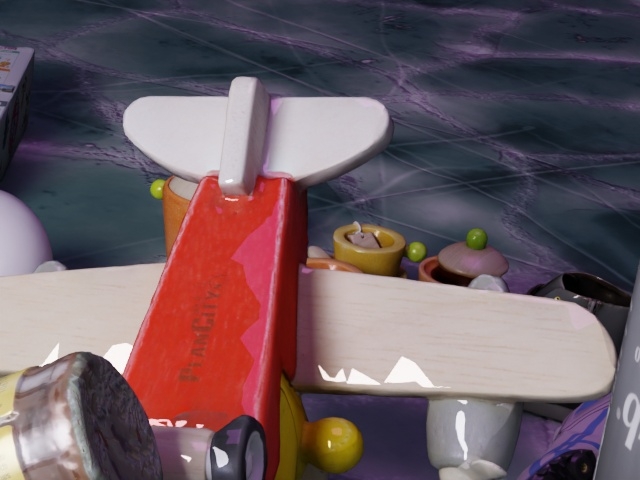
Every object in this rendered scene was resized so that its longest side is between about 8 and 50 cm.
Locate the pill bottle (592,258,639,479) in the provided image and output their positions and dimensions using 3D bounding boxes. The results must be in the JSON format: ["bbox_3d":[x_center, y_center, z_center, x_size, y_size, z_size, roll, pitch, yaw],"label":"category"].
[{"bbox_3d":[0.281,0.122,1.088,0.210,0.363,0.210,6,22,-3],"label":"pill bottle"}]

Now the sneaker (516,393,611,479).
[{"bbox_3d":[0.199,0.171,1.330,0.086,0.085,0.237,-8,12,41],"label":"sneaker"}]

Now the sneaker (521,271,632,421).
[{"bbox_3d":[0.153,0.072,1.481,0.222,0.118,0.083,11,23,10],"label":"sneaker"}]

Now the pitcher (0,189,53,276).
[{"bbox_3d":[-0.307,0.050,1.419,0.178,0.125,0.207,-7,34,5],"label":"pitcher"}]

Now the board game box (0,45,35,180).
[{"bbox_3d":[-0.424,-0.122,1.798,0.224,0.097,0.303,7,24,-2],"label":"board game box"}]

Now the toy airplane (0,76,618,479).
[{"bbox_3d":[-0.055,0.082,1.203,0.384,0.272,0.386,-34,49,-16],"label":"toy airplane"}]

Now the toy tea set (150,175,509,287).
[{"bbox_3d":[0.000,0.000,1.596,0.336,0.124,0.200,3,23,-10],"label":"toy tea set"}]

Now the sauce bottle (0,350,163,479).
[{"bbox_3d":[-0.257,0.164,0.986,0.344,0.111,0.111,-20,17,17],"label":"sauce bottle"}]
